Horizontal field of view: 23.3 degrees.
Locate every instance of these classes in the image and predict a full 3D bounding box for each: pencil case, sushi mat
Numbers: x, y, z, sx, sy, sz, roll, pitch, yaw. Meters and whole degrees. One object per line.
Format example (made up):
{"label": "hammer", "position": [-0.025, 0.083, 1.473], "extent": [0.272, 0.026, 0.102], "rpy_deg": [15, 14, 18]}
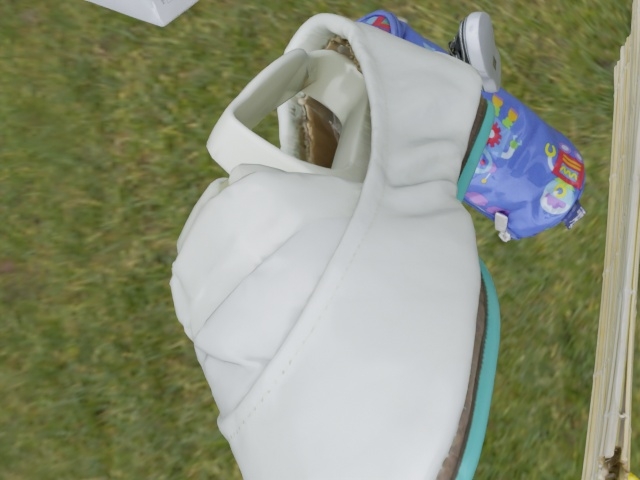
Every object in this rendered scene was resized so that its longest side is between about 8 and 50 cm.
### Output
{"label": "pencil case", "position": [0.138, -0.109, 1.596], "extent": [0.306, 0.119, 0.133], "rpy_deg": [31, 72, -28]}
{"label": "sushi mat", "position": [0.169, 0.001, 0.867], "extent": [0.019, 0.151, 0.317], "rpy_deg": [7, 63, 6]}

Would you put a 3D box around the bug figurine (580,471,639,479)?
{"label": "bug figurine", "position": [0.279, 0.193, 0.983], "extent": [0.216, 0.279, 0.072], "rpy_deg": [-54, 37, -7]}

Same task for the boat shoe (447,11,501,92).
{"label": "boat shoe", "position": [0.134, -0.163, 1.377], "extent": [0.040, 0.142, 0.049], "rpy_deg": [3, 77, 13]}

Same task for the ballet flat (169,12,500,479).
{"label": "ballet flat", "position": [0.000, 0.000, 0.689], "extent": [0.139, 0.400, 0.139], "rpy_deg": [3, 117, 6]}

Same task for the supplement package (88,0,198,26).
{"label": "supplement package", "position": [-0.081, -0.277, 1.046], "extent": [0.244, 0.139, 0.134], "rpy_deg": [-41, 41, -23]}
